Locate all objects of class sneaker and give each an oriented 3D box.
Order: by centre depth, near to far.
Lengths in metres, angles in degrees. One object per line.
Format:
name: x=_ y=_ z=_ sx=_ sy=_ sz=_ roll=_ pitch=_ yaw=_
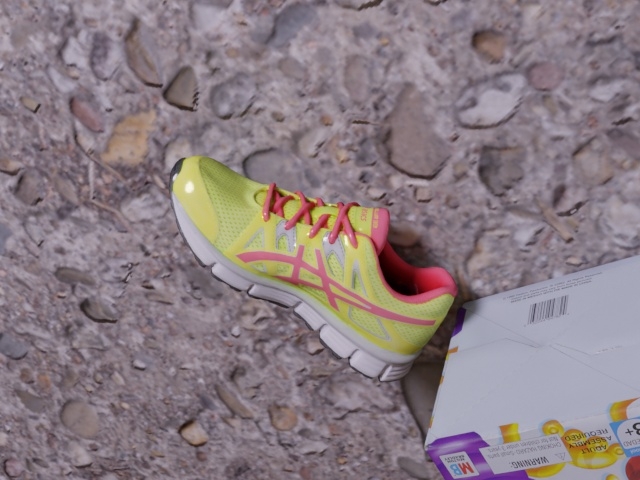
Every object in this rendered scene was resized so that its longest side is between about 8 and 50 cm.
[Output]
sneaker: x=0.000 y=0.000 z=0.634 sx=0.208 sy=0.081 sz=0.094 roll=34 pitch=121 yaw=-15

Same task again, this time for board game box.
board game box: x=0.202 y=0.169 z=0.638 sx=0.144 sy=0.142 sz=0.275 roll=-19 pitch=116 yaw=29
